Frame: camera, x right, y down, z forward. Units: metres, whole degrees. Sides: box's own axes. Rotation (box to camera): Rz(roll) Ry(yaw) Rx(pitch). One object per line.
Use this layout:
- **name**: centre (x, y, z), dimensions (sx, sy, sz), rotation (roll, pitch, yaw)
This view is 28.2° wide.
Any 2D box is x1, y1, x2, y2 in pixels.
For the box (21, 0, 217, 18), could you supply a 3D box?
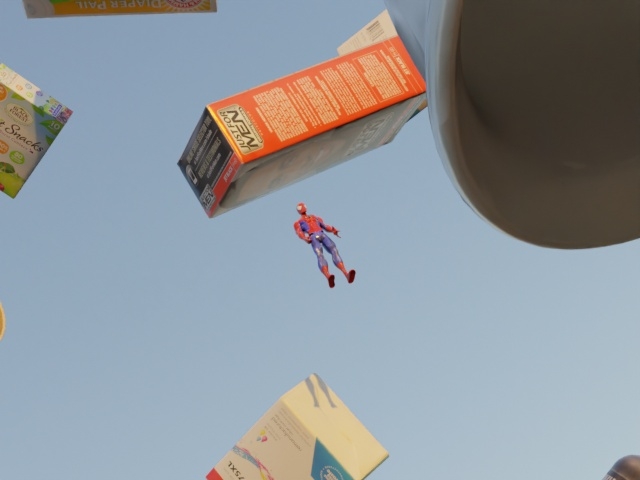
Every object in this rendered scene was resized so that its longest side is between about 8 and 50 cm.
- **box**: centre (-0.206, -0.303, 1.298), dimensions (0.203, 0.103, 0.114), rotation (-2, -32, -1)

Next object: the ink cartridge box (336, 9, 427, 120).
- **ink cartridge box**: centre (0.112, -0.200, 1.231), dimensions (0.181, 0.104, 0.061), rotation (-37, -55, 13)

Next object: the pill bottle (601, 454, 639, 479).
- **pill bottle**: centre (0.287, 0.287, 1.162), dimensions (0.246, 0.130, 0.130), rotation (-51, -32, -4)

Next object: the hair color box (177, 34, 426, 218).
- **hair color box**: centre (-0.009, -0.068, 0.754), dimensions (0.141, 0.043, 0.072), rotation (-24, -15, -29)

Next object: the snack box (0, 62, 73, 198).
- **snack box**: centre (-0.371, -0.128, 1.514), dimensions (0.100, 0.037, 0.141), rotation (34, -54, -14)

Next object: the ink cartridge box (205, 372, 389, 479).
- **ink cartridge box**: centre (-0.042, 0.280, 1.516), dimensions (0.078, 0.134, 0.231), rotation (-32, -14, -52)

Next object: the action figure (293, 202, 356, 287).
- **action figure**: centre (0.000, 0.000, 1.338), dimensions (0.038, 0.115, 0.030), rotation (-17, -44, -17)

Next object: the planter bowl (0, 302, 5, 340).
- **planter bowl**: centre (-0.313, 0.064, 0.866), dimensions (0.162, 0.162, 0.109), rotation (14, -63, -52)

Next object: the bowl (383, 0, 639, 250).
- **bowl**: centre (0.119, -0.148, 0.395), dimensions (0.298, 0.134, 0.298), rotation (-27, -34, -20)
